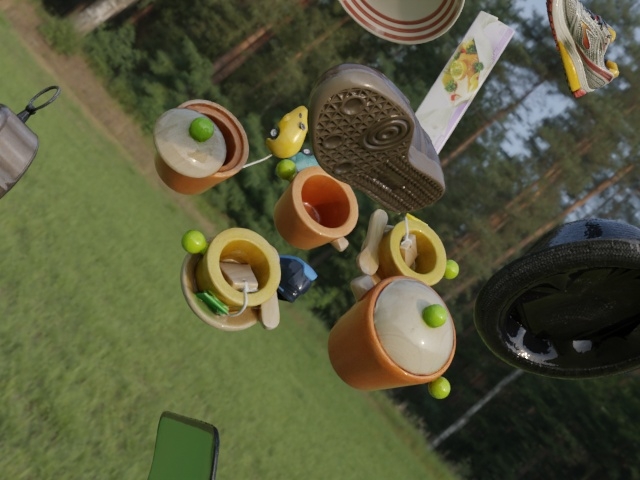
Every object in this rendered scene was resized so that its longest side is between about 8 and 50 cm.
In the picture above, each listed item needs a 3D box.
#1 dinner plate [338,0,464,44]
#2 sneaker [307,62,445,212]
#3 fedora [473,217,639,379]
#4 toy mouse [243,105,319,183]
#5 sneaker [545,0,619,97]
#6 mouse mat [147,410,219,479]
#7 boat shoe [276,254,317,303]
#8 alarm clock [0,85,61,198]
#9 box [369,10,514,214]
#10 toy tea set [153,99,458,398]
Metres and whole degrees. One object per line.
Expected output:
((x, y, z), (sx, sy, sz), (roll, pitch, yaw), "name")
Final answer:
((0.067, -0.241, 0.711), (0.141, 0.017, 0.141), (23, -37, 19), "dinner plate")
((0.031, -0.077, 0.535), (0.188, 0.066, 0.071), (42, 27, -63), "sneaker")
((0.405, 0.072, 1.234), (0.334, 0.333, 0.153), (53, 31, -31), "fedora")
((-0.003, -0.111, 0.932), (0.031, 0.161, 0.143), (47, 8, 27), "toy mouse")
((0.424, -0.348, 1.297), (0.225, 0.092, 0.088), (60, 25, -31), "sneaker")
((-0.090, 0.190, 0.431), (0.007, 0.190, 0.152), (15, -13, -19), "mouse mat")
((-0.110, 0.076, 1.548), (0.109, 0.089, 0.258), (41, -21, -17), "boat shoe")
((-0.333, -0.092, 0.791), (0.129, 0.192, 0.064), (25, -25, 51), "alarm clock")
((0.180, -0.192, 1.206), (0.063, 0.324, 0.067), (32, -3, 5), "box")
((0.000, 0.000, 0.693), (0.336, 0.200, 0.124), (27, -35, -22), "toy tea set")
